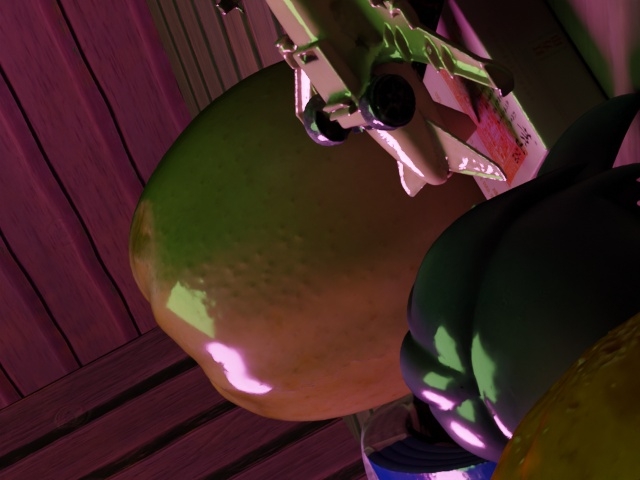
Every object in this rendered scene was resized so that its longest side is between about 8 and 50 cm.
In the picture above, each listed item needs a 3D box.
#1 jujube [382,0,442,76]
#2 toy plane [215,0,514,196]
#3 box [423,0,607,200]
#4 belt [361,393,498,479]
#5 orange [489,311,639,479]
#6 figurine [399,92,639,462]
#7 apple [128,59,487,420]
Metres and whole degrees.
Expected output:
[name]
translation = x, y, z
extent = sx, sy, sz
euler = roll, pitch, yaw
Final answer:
[jujube]
translation = 0.047, -0.198, 1.230
extent = 0.104, 0.104, 0.166
euler = 55, 164, 41
[toy plane]
translation = 0.023, -0.132, 1.039
extent = 0.256, 0.104, 0.242
euler = 43, 157, -21
[box]
translation = 0.140, -0.104, 1.094
extent = 0.141, 0.058, 0.201
euler = 60, 171, 11
[belt]
translation = 0.164, 0.210, 1.430
extent = 0.117, 0.212, 0.347
euler = 62, 167, -9
[orange]
translation = 0.221, 0.182, 0.668
extent = 0.340, 0.293, 0.340
euler = 52, 159, 29
[figurine]
translation = 0.153, 0.032, 0.909
extent = 0.197, 0.265, 0.175
euler = -30, 102, 43
[apple]
translation = 0.000, 0.000, 1.390
extent = 0.357, 0.357, 0.357
euler = 60, 171, 15
